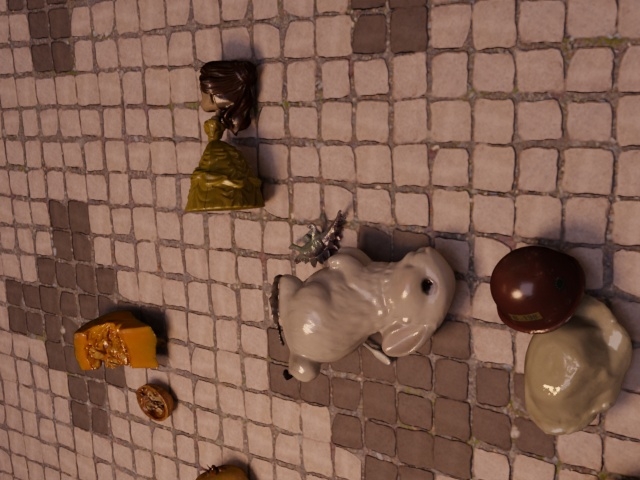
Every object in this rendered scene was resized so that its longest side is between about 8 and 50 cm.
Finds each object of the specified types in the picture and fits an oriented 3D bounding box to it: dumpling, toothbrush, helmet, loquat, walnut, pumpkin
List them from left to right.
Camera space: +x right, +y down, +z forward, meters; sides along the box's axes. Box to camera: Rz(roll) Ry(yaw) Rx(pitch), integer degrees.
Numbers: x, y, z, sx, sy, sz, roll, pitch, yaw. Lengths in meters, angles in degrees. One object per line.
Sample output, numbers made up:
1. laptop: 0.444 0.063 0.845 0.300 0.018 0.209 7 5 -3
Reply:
1. pumpkin: -0.496 0.252 1.994 0.247 0.126 0.131 -1 106 18
2. walnut: -0.416 0.410 2.008 0.121 0.052 0.091 25 116 30
3. loquat: -0.236 0.609 1.876 0.163 0.137 0.163 19 116 47
4. toothbrush: 0.046 0.177 1.653 0.275 0.025 0.019 35 113 26
5. helmet: 0.344 0.069 1.327 0.175 0.106 0.155 -3 61 53
6. dumpling: 0.430 0.216 1.327 0.162 0.132 0.250 19 95 39

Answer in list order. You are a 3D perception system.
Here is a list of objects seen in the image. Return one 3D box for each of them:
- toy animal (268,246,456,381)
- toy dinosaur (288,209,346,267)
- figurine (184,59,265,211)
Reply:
1. toy animal: 0.092 0.135 1.514 0.357 0.194 0.258 -7 84 26
2. toy dinosaur: 0.002 -0.001 1.625 0.082 0.039 0.209 51 134 11
3. figurine: -0.210 -0.222 1.660 0.168 0.187 0.316 -3 91 40
